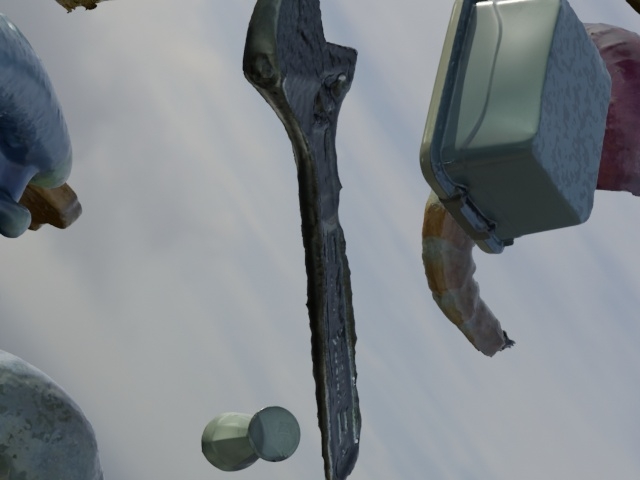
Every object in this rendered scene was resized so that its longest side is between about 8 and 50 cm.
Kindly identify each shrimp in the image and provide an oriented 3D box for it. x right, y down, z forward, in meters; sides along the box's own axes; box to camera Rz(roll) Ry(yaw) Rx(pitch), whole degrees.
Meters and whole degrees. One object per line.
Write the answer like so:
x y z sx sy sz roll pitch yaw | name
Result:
0.187 0.006 1.956 0.068 0.185 0.287 1 -82 42 | shrimp

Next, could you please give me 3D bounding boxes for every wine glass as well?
-0.078 0.230 1.896 0.073 0.073 0.155 54 -26 -7 | wine glass

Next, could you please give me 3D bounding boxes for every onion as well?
0.364 -0.175 2.185 0.256 0.230 0.272 9 0 32 | onion

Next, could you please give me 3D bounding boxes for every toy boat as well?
-0.246 -0.053 1.121 0.123 0.215 0.330 22 -19 18 | toy boat

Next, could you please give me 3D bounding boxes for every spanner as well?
0.000 0.000 0.927 0.026 0.093 0.325 9 -62 29 | spanner

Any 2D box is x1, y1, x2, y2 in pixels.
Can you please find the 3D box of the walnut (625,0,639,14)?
0.343 -0.242 1.225 0.283 0.283 0.227 63 20 -46 | walnut

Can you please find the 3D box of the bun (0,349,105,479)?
-0.454 0.295 2.151 0.362 0.211 0.362 12 -37 10 | bun

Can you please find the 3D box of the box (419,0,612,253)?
0.181 -0.115 1.525 0.130 0.227 0.162 -6 -36 33 | box

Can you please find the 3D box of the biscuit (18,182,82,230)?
-0.318 -0.100 1.465 0.249 0.035 0.184 44 -23 -21 | biscuit

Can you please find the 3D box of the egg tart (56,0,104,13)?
-0.207 -0.312 1.713 0.295 0.295 0.116 -160 -127 -73 | egg tart
